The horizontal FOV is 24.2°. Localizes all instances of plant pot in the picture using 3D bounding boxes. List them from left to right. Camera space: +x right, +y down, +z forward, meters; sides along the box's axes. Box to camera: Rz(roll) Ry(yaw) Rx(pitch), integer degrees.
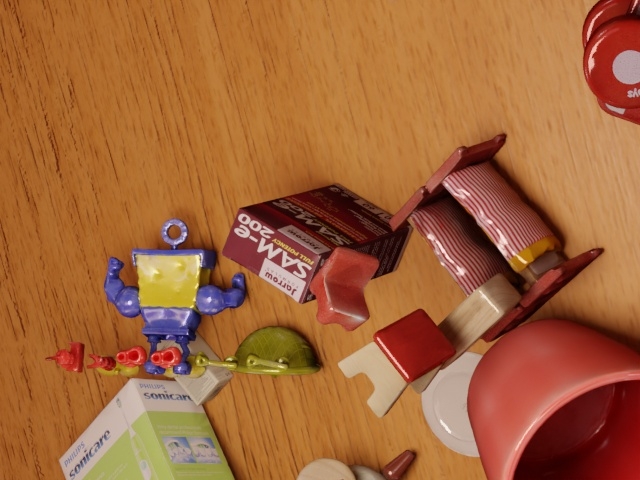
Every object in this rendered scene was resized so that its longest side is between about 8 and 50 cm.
[{"bbox_3d":[0.295,0.223,1.701,0.275,0.243,0.275,-5,110,-13],"label":"plant pot"}]

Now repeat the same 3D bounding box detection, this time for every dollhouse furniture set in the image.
[{"bbox_3d":[0.142,0.028,1.719,0.201,0.374,0.152,51,125,12],"label":"dollhouse furniture set"}]

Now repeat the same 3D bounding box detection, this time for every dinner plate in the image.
[{"bbox_3d":[0.191,0.214,1.934,0.141,0.017,0.141,7,104,29],"label":"dinner plate"}]

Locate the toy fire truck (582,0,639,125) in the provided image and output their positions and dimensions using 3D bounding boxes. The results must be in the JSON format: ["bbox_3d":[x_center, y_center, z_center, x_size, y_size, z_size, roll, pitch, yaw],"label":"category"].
[{"bbox_3d":[0.434,-0.245,1.629,0.254,0.169,0.302,20,112,1],"label":"toy fire truck"}]

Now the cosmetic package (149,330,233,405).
[{"bbox_3d":[-0.186,0.174,2.141,0.115,0.041,0.060,50,120,14],"label":"cosmetic package"}]

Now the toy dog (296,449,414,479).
[{"bbox_3d":[0.106,0.409,1.944,0.161,0.220,0.333,-31,90,0],"label":"toy dog"}]

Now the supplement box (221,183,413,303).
[{"bbox_3d":[0.000,0.000,1.875,0.130,0.239,0.073,30,114,23],"label":"supplement box"}]

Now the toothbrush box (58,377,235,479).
[{"bbox_3d":[-0.231,0.368,2.111,0.206,0.122,0.283,-48,55,29],"label":"toothbrush box"}]

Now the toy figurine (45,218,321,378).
[{"bbox_3d":[-0.184,0.073,2.030,0.363,0.191,0.217,0,79,14],"label":"toy figurine"}]
